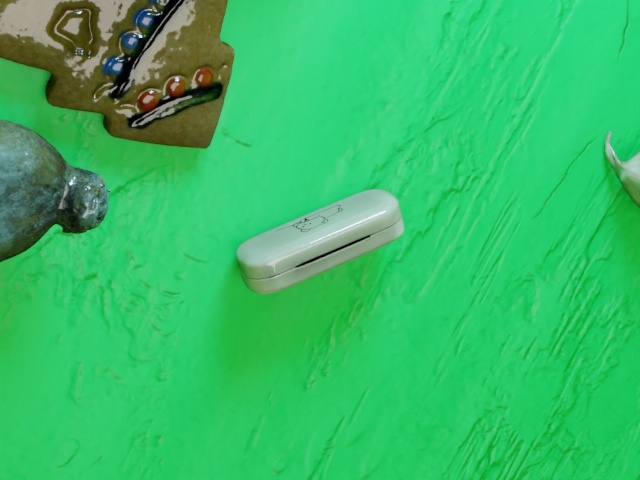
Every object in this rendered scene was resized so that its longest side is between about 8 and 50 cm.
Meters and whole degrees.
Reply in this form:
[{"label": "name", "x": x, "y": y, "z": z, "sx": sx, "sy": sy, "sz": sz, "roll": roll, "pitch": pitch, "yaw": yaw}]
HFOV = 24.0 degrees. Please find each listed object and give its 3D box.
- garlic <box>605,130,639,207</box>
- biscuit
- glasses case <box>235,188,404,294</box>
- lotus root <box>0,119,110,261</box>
[{"label": "garlic", "x": 0.483, "y": -0.085, "z": 1.864, "sx": 0.245, "sy": 0.145, "sz": 0.164, "roll": -15, "pitch": 80, "yaw": -16}, {"label": "biscuit", "x": -0.190, "y": -0.219, "z": 1.578, "sx": 0.278, "sy": 0.043, "sz": 0.301, "roll": -40, "pitch": 117, "yaw": -6}, {"label": "glasses case", "x": 0.000, "y": 0.000, "z": 1.707, "sx": 0.196, "sy": 0.083, "sz": 0.050, "roll": -24, "pitch": 113, "yaw": -15}, {"label": "lotus root", "x": -0.387, "y": -0.043, "z": 1.499, "sx": 0.350, "sy": 0.175, "sz": 0.175, "roll": -8, "pitch": 110, "yaw": -24}]
